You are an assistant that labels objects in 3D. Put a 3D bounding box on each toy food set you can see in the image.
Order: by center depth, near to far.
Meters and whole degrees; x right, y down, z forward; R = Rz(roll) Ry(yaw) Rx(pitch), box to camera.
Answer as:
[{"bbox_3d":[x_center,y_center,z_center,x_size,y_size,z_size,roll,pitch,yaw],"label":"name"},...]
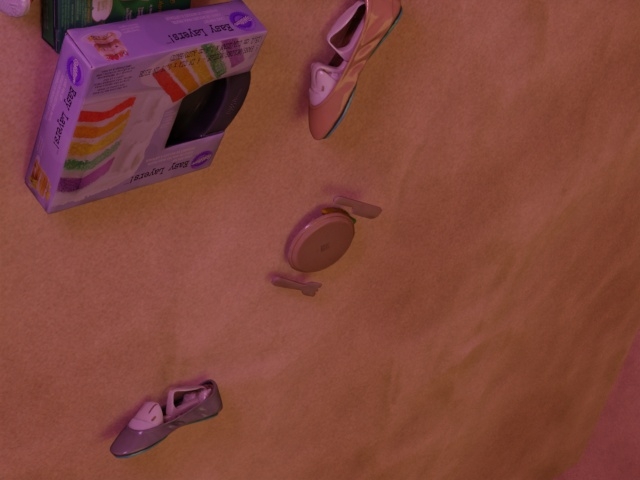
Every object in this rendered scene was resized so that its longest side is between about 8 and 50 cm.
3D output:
[{"bbox_3d":[0.000,0.000,2.064,0.132,0.038,0.192,17,117,-49],"label":"toy food set"}]

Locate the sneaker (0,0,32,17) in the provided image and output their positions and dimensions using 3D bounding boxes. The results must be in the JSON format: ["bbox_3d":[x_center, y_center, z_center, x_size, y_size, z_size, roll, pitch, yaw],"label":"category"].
[{"bbox_3d":[-0.315,-0.307,1.312,0.158,0.061,0.065,97,19,-46],"label":"sneaker"}]

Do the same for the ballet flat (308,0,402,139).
[{"bbox_3d":[0.027,-0.251,1.789,0.073,0.080,0.232,22,107,-28],"label":"ballet flat"}]

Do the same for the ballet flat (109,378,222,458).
[{"bbox_3d":[-0.249,0.275,2.044,0.213,0.072,0.068,-21,113,-38],"label":"ballet flat"}]

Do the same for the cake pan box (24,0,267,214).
[{"bbox_3d":[-0.208,-0.162,1.543,0.267,0.070,0.245,-19,152,-40],"label":"cake pan box"}]

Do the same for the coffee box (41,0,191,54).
[{"bbox_3d":[-0.225,-0.286,1.443,0.184,0.040,0.113,-26,144,-32],"label":"coffee box"}]
